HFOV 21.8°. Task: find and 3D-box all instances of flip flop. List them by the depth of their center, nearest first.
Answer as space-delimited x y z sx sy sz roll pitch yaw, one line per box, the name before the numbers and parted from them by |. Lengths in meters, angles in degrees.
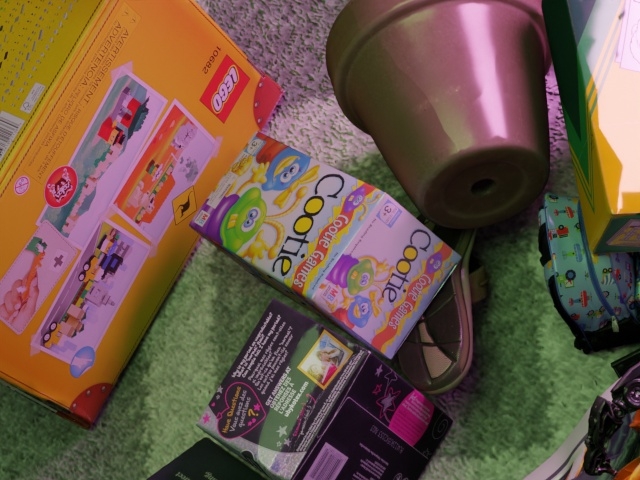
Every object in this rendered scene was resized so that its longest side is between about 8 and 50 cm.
flip flop | 0.145 0.060 1.863 0.112 0.080 0.277 -27 42 31

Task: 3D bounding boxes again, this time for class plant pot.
plant pot | 0.153 -0.146 1.833 0.263 0.263 0.229 -25 53 14

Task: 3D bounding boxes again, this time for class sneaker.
sneaker | 0.296 0.253 1.689 0.321 0.126 0.127 -47 53 11

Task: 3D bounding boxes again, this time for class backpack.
backpack | 0.297 0.021 1.759 0.117 0.173 0.158 -14 62 20

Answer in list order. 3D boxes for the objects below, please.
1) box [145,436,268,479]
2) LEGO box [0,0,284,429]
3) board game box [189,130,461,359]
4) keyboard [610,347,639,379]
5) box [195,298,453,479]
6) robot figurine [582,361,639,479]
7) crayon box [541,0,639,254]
box | -0.152 0.436 1.655 0.395 0.212 0.293 -34 43 -28
LEGO box | -0.306 -0.077 1.972 0.193 0.372 0.500 24 79 32
board game box | 0.000 0.000 1.877 0.144 0.142 0.275 -55 37 -5
keyboard | 0.392 0.104 1.732 0.180 0.108 0.023 -29 22 11
box | 0.006 0.195 1.777 0.142 0.247 0.163 27 81 34
robot figurine | 0.329 0.256 1.582 0.211 0.085 0.291 21 84 -3
crayon box | 0.436 -0.152 1.720 0.363 0.106 0.313 -4 62 -7
